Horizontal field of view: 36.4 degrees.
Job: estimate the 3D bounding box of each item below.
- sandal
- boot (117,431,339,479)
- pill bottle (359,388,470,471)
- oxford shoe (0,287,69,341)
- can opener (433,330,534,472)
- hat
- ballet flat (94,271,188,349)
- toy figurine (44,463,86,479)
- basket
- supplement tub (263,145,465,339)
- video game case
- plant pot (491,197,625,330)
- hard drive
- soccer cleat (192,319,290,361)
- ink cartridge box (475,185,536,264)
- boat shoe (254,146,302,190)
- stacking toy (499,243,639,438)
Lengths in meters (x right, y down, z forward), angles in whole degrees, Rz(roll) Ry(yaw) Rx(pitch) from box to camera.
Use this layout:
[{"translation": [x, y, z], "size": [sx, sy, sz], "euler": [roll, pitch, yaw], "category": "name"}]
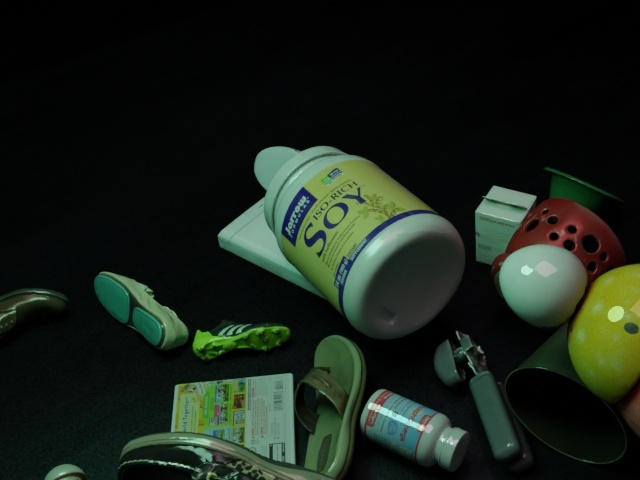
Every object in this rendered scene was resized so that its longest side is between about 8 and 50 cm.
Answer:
[{"translation": [0.005, 0.263, 1.561], "size": [0.086, 0.120, 0.302], "euler": [31, 37, -19], "category": "sandal"}, {"translation": [-0.147, 0.436, 1.364], "size": [0.378, 0.138, 0.284], "euler": [15, 44, 6], "category": "boot"}, {"translation": [0.149, 0.300, 1.529], "size": [0.160, 0.087, 0.087], "euler": [19, 46, 29], "category": "pill bottle"}, {"translation": [-0.590, 0.151, 1.853], "size": [0.227, 0.082, 0.096], "euler": [-11, 58, -3], "category": "oxford shoe"}, {"translation": [0.258, 0.263, 1.591], "size": [0.095, 0.076, 0.283], "euler": [-35, 36, 18], "category": "can opener"}, {"translation": [0.484, -0.031, 1.932], "size": [0.173, 0.183, 0.208], "euler": [27, 8, 26], "category": "hat"}, {"translation": [-0.333, 0.130, 1.835], "size": [0.086, 0.086, 0.248], "euler": [-32, 46, -27], "category": "ballet flat"}, {"translation": [-0.371, 0.430, 1.348], "size": [0.213, 0.209, 0.148], "euler": [-32, 54, -5], "category": "toy figurine"}, {"translation": [0.427, 0.208, 1.551], "size": [0.204, 0.154, 0.227], "euler": [36, 46, 9], "category": "basket"}, {"translation": [0.068, -0.006, 1.723], "size": [0.241, 0.241, 0.331], "euler": [-26, 43, -21], "category": "supplement tub"}, {"translation": [-0.144, 0.318, 1.605], "size": [0.206, 0.026, 0.227], "euler": [-6, 40, 2], "category": "video game case"}, {"translation": [0.406, 0.047, 1.712], "size": [0.174, 0.191, 0.191], "euler": [-40, 48, -20], "category": "plant pot"}, {"translation": [0.000, 0.000, 1.952], "size": [0.353, 0.047, 0.233], "euler": [25, 49, 33], "category": "hard drive"}, {"translation": [-0.144, 0.169, 1.761], "size": [0.179, 0.060, 0.072], "euler": [-11, 38, 1], "category": "soccer cleat"}, {"translation": [0.354, -0.029, 1.854], "size": [0.092, 0.143, 0.090], "euler": [16, 45, 26], "category": "ink cartridge box"}, {"translation": [0.008, -0.126, 1.993], "size": [0.301, 0.108, 0.102], "euler": [12, 10, 28], "category": "boat shoe"}, {"translation": [0.467, 0.152, 1.359], "size": [0.480, 0.350, 0.350], "euler": [26, 46, 6], "category": "stacking toy"}]
